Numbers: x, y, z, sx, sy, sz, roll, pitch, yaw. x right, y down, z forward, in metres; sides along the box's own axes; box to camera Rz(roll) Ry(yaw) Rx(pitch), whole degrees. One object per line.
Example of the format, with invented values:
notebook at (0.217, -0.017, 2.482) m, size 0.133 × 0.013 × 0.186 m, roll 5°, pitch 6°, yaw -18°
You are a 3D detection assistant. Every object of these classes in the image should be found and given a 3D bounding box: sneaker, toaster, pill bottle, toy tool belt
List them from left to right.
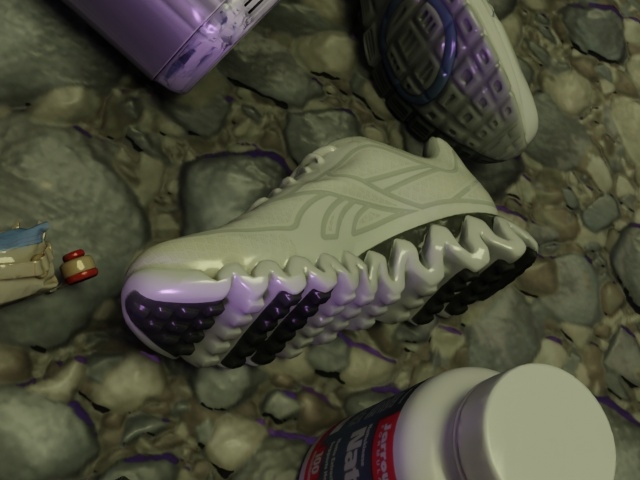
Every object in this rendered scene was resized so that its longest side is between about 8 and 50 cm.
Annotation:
toy tool belt at (-0.167, 0.007, 0.644) m, size 0.083 × 0.052 × 0.051 m, roll -19°, pitch 87°, yaw -35°
toaster at (-0.084, -0.196, 0.734) m, size 0.146 × 0.129 × 0.227 m, roll 44°, pitch 53°, yaw -8°
sneaker at (0.000, 0.000, 0.718) m, size 0.292 × 0.110 × 0.118 m, roll -9°, pitch 66°, yaw -40°
sneaker at (0.080, -0.195, 0.842) m, size 0.129 × 0.111 × 0.297 m, roll -23°, pitch 83°, yaw -41°
pill bottle at (0.072, 0.129, 0.645) m, size 0.108 × 0.180 × 0.108 m, roll 12°, pitch 63°, yaw -25°

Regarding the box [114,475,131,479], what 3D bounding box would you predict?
box at (-0.111, 0.172, 0.596) m, size 0.052 × 0.062 × 0.083 m, roll 37°, pitch 56°, yaw -12°
